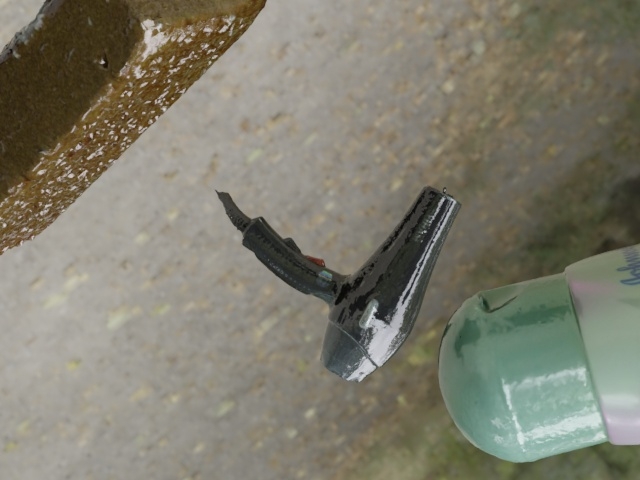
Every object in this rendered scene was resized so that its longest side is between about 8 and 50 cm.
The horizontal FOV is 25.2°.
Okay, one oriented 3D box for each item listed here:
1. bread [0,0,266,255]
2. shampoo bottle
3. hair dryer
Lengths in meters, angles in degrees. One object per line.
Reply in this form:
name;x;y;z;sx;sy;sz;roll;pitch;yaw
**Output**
bread;-0.222;-0.117;1.229;0.416;0.113;0.165;-37;176;39
shampoo bottle;0.267;0.080;1.158;0.349;0.151;0.222;-15;-162;10
hair dryer;0.000;0.000;1.567;0.236;0.271;0.091;-61;173;4
